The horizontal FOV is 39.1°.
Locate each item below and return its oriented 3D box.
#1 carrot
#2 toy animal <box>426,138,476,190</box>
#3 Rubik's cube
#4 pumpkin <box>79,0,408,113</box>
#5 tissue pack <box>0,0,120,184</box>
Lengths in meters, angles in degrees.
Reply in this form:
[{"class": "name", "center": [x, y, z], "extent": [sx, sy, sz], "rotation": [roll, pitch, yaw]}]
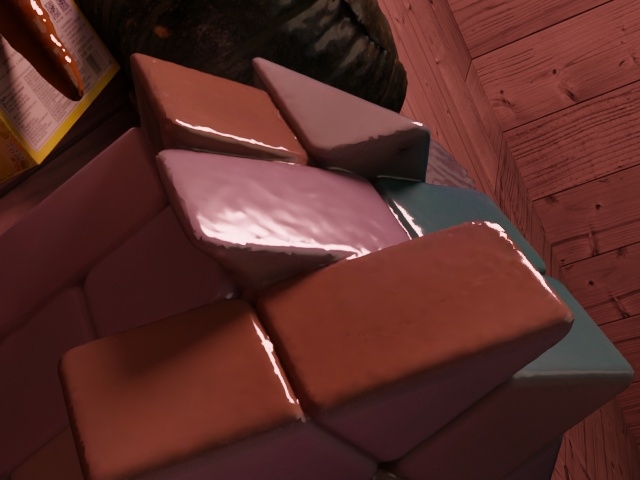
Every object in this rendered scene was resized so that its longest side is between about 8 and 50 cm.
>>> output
[{"class": "carrot", "center": [-0.266, -0.234, 0.634], "extent": [0.336, 0.069, 0.069], "rotation": [58, 22, 3]}, {"class": "toy animal", "center": [-0.001, -0.041, 1.134], "extent": [0.302, 0.225, 0.284], "rotation": [49, 48, -15]}, {"class": "Rubik's cube", "center": [-0.024, 0.091, 0.611], "extent": [0.387, 0.368, 0.358], "rotation": [42, 14, -48]}, {"class": "pumpkin", "center": [-0.068, -0.193, 0.872], "extent": [0.291, 0.257, 0.327], "rotation": [54, -5, 44]}, {"class": "tissue pack", "center": [-0.231, -0.124, 0.688], "extent": [0.095, 0.062, 0.176], "rotation": [56, 26, -25]}]
